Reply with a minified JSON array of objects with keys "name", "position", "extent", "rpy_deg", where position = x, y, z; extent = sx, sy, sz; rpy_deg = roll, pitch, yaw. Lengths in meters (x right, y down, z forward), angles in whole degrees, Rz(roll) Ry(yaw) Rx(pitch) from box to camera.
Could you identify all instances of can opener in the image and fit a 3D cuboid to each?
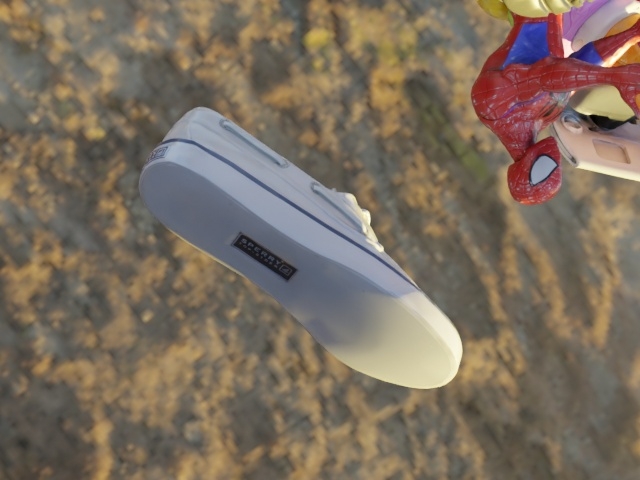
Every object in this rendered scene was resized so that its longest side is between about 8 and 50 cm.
[{"name":"can opener","position":[0.312,-0.079,1.267],"extent":[0.283,0.095,0.076],"rpy_deg":[9,47,-23]}]

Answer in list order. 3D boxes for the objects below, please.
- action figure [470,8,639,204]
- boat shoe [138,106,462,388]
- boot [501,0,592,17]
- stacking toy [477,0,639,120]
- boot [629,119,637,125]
[{"name":"action figure","position":[0.155,-0.159,0.904],"extent":[0.091,0.139,0.280],"rpy_deg":[10,83,-58]},{"name":"boat shoe","position":[0.000,0.000,1.084],"extent":[0.258,0.095,0.084],"rpy_deg":[39,48,-13]},{"name":"boot","position":[0.098,-0.218,0.732],"extent":[0.208,0.189,0.076],"rpy_deg":[47,-11,28]},{"name":"stacking toy","position":[0.186,-0.193,1.170],"extent":[0.175,0.166,0.302],"rpy_deg":[-9,58,-47]},{"name":"boot","position":[0.354,-0.117,1.523],"extent":[0.121,0.099,0.045],"rpy_deg":[64,-3,-11]}]
